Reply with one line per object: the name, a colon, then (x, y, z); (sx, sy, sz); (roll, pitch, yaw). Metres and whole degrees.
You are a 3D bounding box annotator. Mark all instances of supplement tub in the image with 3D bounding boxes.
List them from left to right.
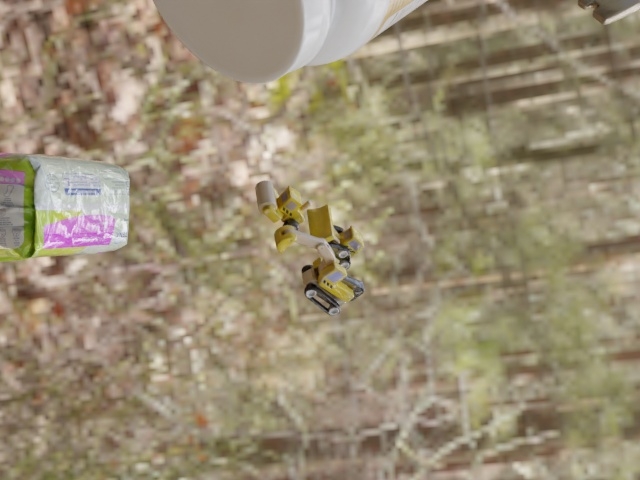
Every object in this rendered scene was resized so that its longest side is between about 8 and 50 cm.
supplement tub: (0.010, -0.185, 0.929); (0.200, 0.144, 0.144); (-38, 118, -35)

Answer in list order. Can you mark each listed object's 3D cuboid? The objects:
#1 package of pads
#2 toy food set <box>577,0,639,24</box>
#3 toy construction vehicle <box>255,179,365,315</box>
package of pads: (-0.359, -0.032, 1.593); (0.229, 0.297, 0.101); (-5, 96, -75)
toy food set: (0.094, -0.177, 0.737); (0.132, 0.192, 0.038); (-29, 147, -34)
toy construction vehicle: (0.000, 0.000, 1.130); (0.098, 0.035, 0.086); (40, 27, -35)
